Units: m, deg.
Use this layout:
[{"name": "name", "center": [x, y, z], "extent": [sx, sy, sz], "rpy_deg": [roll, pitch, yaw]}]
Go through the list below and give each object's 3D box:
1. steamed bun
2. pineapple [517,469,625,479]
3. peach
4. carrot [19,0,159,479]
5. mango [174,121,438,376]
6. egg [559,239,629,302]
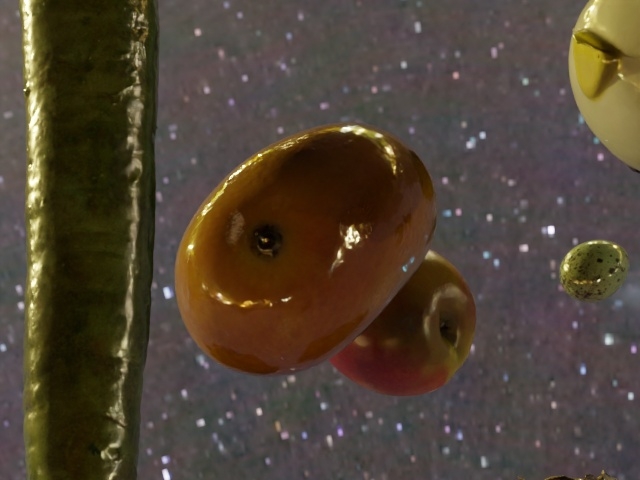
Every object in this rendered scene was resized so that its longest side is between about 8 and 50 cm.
[{"name": "steamed bun", "center": [0.508, -0.219, 1.728], "extent": [0.373, 0.334, 0.334], "rpy_deg": [16, -137, 29]}, {"name": "pineapple", "center": [0.158, 0.383, 1.176], "extent": [0.286, 0.209, 0.344], "rpy_deg": [-35, -138, 28]}, {"name": "peach", "center": [0.080, 0.090, 1.569], "extent": [0.192, 0.190, 0.190], "rpy_deg": [18, -136, 40]}, {"name": "carrot", "center": [-0.113, -0.002, 0.655], "extent": [0.074, 0.074, 0.359], "rpy_deg": [-5, -107, 7]}, {"name": "mango", "center": [0.001, -0.003, 0.957], "extent": [0.139, 0.175, 0.254], "rpy_deg": [42, -140, 11]}, {"name": "egg", "center": [0.385, 0.041, 1.865], "extent": [0.110, 0.085, 0.085], "rpy_deg": [-33, -138, -31]}]
